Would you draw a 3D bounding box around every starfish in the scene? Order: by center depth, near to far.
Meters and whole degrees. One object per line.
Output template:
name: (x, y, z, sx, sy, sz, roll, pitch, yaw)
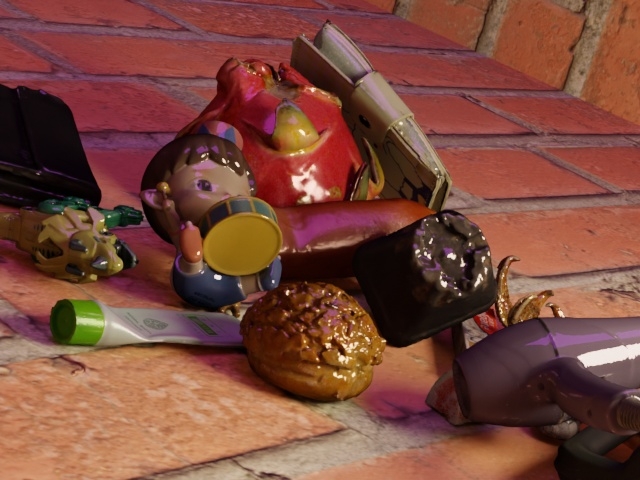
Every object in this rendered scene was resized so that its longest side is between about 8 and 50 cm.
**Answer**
starfish: (0.276, 0.096, 2.162, 0.146, 0.074, 0.190, 44, 14, -10)

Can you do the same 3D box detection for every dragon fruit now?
dragon fruit: (-0.056, -0.125, 2.328, 0.305, 0.225, 0.305, 17, 15, -5)

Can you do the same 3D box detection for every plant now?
plant: (0.134, 0.043, 2.056, 0.164, 0.142, 0.256, -24, -5, -12)

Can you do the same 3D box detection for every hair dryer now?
hair dryer: (0.319, 0.151, 1.714, 0.301, 0.121, 0.361, -11, 10, -8)

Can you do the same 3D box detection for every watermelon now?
watermelon: (0.163, 0.182, 1.886, 0.085, 0.085, 0.061, 17, 52, -2)

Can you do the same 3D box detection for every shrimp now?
shrimp: (0.294, 0.194, 1.967, 0.065, 0.056, 0.165, 8, 23, 26)

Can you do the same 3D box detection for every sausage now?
sausage: (0.000, 0.001, 2.181, 0.348, 0.094, 0.097, -4, 48, -24)

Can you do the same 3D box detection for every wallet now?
wallet: (-0.433, -0.143, 2.287, 0.228, 0.062, 0.406, 11, 18, -19)
wallet: (0.073, -0.161, 2.439, 0.077, 0.223, 0.309, -36, 76, -21)

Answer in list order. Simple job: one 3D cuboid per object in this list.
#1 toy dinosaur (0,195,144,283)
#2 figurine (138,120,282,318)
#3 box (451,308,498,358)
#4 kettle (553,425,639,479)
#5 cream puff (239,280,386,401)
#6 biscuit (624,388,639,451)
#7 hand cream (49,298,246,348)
toy dinosaur: (-0.320, -0.008, 1.965, 0.259, 0.094, 0.153, 15, 12, 22)
figurine: (-0.135, -0.044, 2.017, 0.161, 0.158, 0.275, 25, 28, -37)
box: (0.198, 0.133, 2.085, 0.055, 0.039, 0.218, 15, 18, -3)
kettle: (0.436, 0.220, 1.737, 0.262, 0.203, 0.308, 45, 36, 22)
cream puff: (-0.007, 0.106, 1.849, 0.165, 0.115, 0.150, 14, 20, -8)
biscuit: (0.393, 0.236, 1.907, 0.250, 0.036, 0.165, 39, 32, 18)
hand cream: (-0.176, 0.098, 1.854, 0.275, 0.050, 0.079, 6, 48, -45)
